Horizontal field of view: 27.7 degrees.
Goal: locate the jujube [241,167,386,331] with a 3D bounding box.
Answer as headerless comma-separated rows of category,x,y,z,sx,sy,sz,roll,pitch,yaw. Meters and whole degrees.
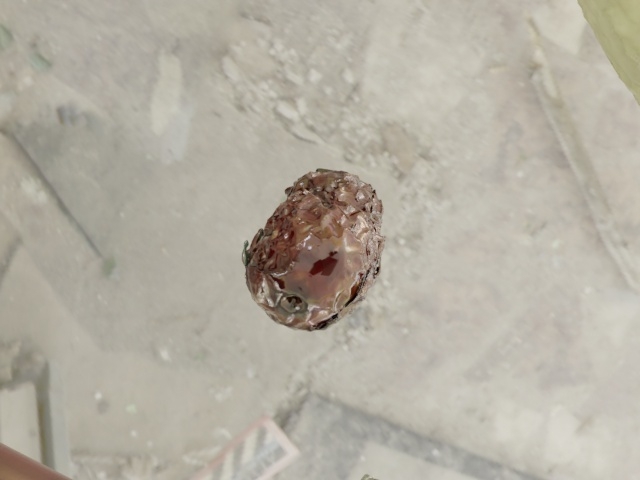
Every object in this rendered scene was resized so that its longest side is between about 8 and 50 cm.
jujube,0.004,0.002,0.977,0.104,0.166,0.104,10,128,13

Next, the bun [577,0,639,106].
bun,0.187,-0.136,0.453,0.244,0.153,0.244,18,66,-48

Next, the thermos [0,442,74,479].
thermos,-0.237,0.156,0.798,0.099,0.232,0.124,-59,167,-32

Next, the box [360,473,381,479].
box,0.038,0.158,0.379,0.115,0.036,0.177,13,113,-12
